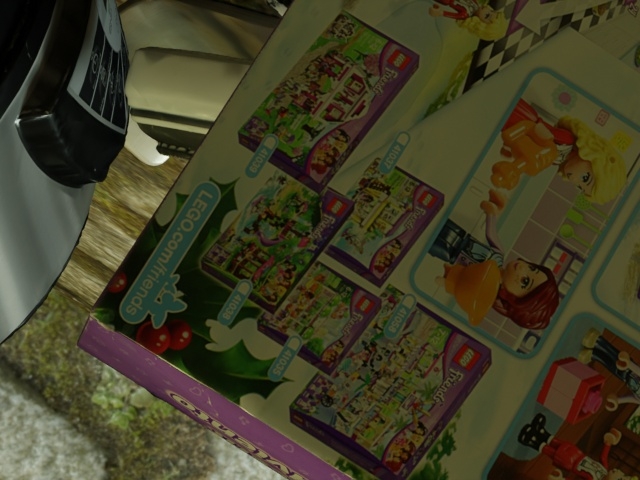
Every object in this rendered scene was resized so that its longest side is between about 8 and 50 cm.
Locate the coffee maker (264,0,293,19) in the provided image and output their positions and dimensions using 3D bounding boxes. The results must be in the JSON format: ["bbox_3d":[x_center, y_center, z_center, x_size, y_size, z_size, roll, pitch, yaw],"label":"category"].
[{"bbox_3d":[0.094,-0.093,0.818,0.178,0.120,0.171,24,-166,35],"label":"coffee maker"}]

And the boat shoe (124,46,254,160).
[{"bbox_3d":[0.055,-0.007,0.975,0.335,0.119,0.121,17,-174,4],"label":"boat shoe"}]

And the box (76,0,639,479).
[{"bbox_3d":[0.095,-0.042,0.543,0.201,0.293,0.057,33,165,-3],"label":"box"}]

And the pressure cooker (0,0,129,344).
[{"bbox_3d":[-0.302,-0.114,1.006,0.370,0.375,0.420,32,161,11],"label":"pressure cooker"}]

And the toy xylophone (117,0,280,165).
[{"bbox_3d":[0.000,-0.054,1.203,0.323,0.081,0.236,17,161,50],"label":"toy xylophone"}]
